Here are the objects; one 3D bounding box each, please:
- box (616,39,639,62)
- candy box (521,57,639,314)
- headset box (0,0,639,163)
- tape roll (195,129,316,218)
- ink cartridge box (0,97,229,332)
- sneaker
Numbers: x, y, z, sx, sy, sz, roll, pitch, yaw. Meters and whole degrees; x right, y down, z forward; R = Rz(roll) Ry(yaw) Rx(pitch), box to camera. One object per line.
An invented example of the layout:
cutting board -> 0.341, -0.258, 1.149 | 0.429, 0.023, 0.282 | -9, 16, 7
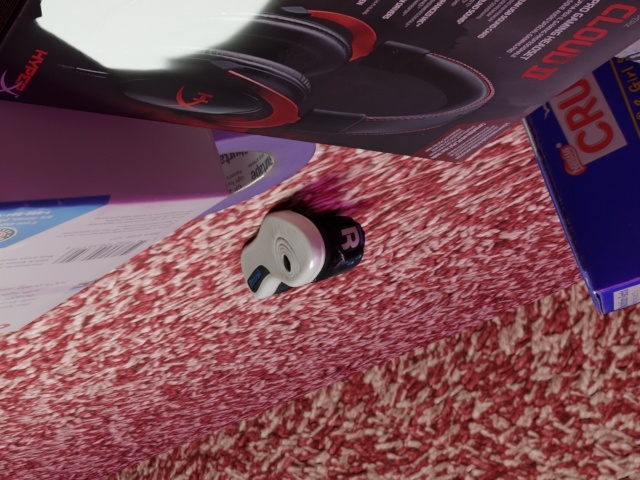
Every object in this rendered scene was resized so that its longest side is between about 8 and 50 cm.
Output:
box -> 0.244, -0.211, 0.853 | 0.247, 0.163, 0.142 | -25, 168, 30
candy box -> 0.275, -0.130, 1.020 | 0.317, 0.268, 0.122 | -19, 165, 6
headset box -> 0.011, -0.131, 0.737 | 0.293, 0.110, 0.218 | 7, 161, -24
tape roll -> -0.103, -0.073, 1.160 | 0.189, 0.080, 0.189 | -18, 167, -4
ink cartridge box -> -0.201, -0.052, 0.884 | 0.171, 0.168, 0.232 | -6, 163, -45
sneaker -> 0.000, 0.000, 1.685 | 0.121, 0.079, 0.217 | -18, 177, -20
